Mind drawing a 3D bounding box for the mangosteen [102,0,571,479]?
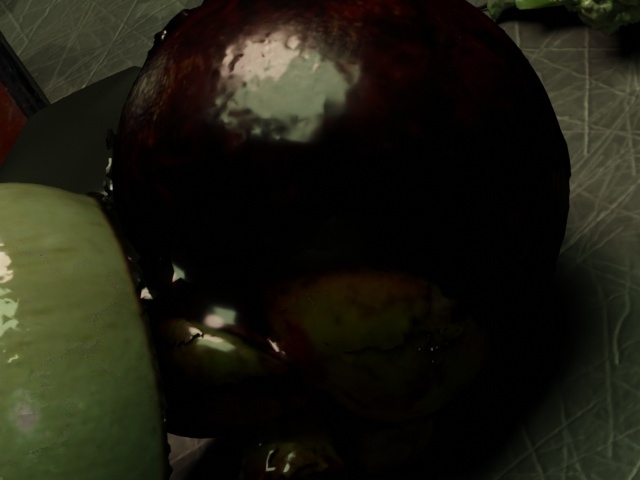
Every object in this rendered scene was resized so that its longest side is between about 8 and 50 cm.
[{"bbox_3d":[0.008,-0.009,1.415,0.381,0.421,0.381,9,9,-1],"label":"mangosteen"}]

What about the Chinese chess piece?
[{"bbox_3d":[-0.224,0.129,1.351,0.146,0.349,0.349,-5,32,-22],"label":"Chinese chess piece"}]

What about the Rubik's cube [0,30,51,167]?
[{"bbox_3d":[-0.498,-0.176,1.903,0.318,0.316,0.313,-34,29,-3],"label":"Rubik's cube"}]

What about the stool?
[{"bbox_3d":[-0.198,-0.054,1.745,0.232,0.141,0.232,-18,40,15],"label":"stool"}]

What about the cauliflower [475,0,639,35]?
[{"bbox_3d":[0.253,-0.303,1.720,0.315,0.239,0.256,-26,58,34],"label":"cauliflower"}]
